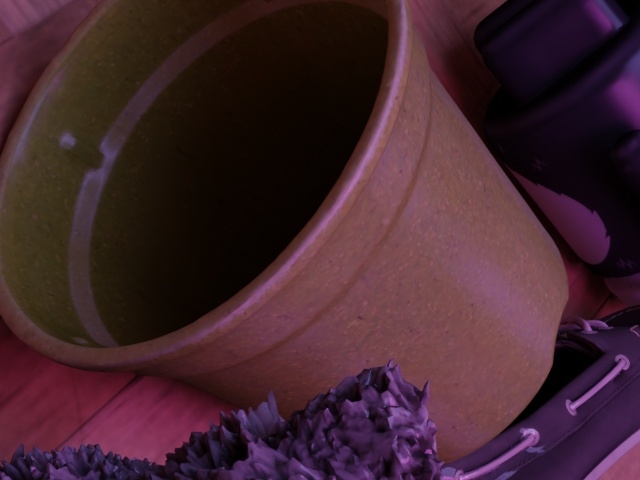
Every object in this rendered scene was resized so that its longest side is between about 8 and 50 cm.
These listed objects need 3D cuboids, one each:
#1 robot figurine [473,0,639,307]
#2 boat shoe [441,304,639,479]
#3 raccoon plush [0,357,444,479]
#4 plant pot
[{"bbox_3d":[0.230,-0.069,1.313,0.278,0.174,0.209,50,49,-14],"label":"robot figurine"},{"bbox_3d":[0.147,0.110,1.172,0.335,0.112,0.095,-41,105,-45],"label":"boat shoe"},{"bbox_3d":[-0.144,0.172,0.690,0.446,0.299,0.216,-5,73,-47],"label":"raccoon plush"},{"bbox_3d":[0.000,0.000,0.993,0.254,0.276,0.276,40,44,-41],"label":"plant pot"}]
